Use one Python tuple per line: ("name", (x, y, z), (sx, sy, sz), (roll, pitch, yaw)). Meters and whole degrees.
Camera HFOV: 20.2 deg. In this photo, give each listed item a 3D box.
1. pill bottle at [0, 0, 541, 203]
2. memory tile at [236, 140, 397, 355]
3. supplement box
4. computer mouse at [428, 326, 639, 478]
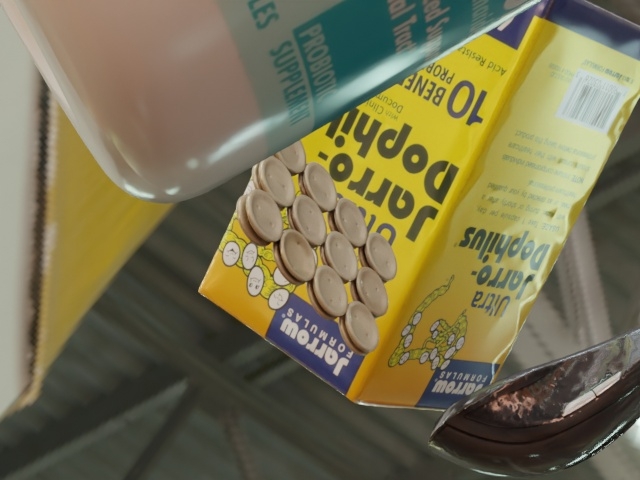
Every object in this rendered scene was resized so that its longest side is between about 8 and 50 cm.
("pill bottle", (0.036, -0.130, 0.413), (0.264, 0.146, 0.146), (-30, -73, -6))
("memory tile", (0.000, 0.000, 1.214), (0.012, 0.113, 0.148), (-24, -59, 30))
("supplement box", (0.090, -0.061, 1.474), (0.194, 0.195, 0.357), (33, -77, 35))
("computer mouse", (0.202, 0.088, 1.165), (0.184, 0.262, 0.060), (100, -32, -63))
